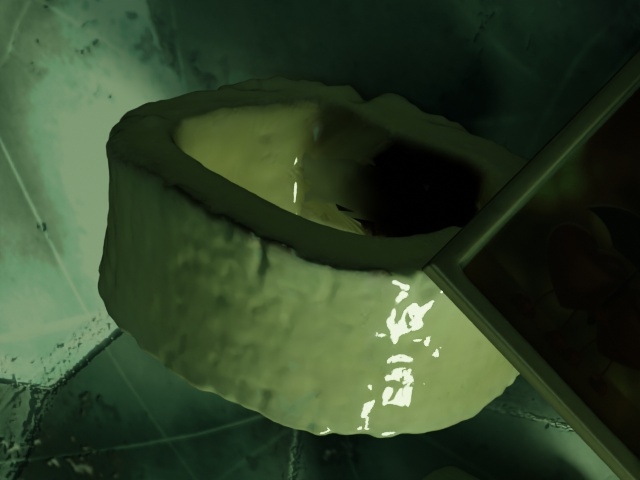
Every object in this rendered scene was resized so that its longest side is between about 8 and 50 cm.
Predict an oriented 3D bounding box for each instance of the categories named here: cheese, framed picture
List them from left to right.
[{"bbox_3d":[0.001,0.001,1.304,0.332,0.292,0.153,27,122,26],"label":"cheese"},{"bbox_3d":[0.229,0.008,1.202,0.211,0.289,0.020,47,149,-1],"label":"framed picture"}]

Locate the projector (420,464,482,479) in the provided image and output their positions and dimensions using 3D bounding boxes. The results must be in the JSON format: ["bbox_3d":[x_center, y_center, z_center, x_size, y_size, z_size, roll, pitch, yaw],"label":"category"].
[{"bbox_3d":[0.158,0.335,1.426,0.198,0.108,0.250,24,133,40],"label":"projector"}]
